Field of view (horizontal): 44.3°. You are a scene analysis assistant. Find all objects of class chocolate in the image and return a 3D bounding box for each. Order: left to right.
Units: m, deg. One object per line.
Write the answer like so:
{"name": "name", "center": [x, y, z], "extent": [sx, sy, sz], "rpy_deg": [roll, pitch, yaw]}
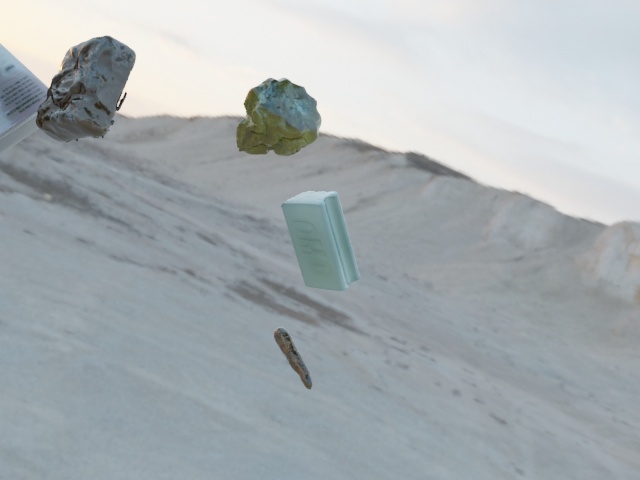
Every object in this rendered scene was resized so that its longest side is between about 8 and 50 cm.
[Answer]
{"name": "chocolate", "center": [-0.449, -0.297, 1.506], "extent": [0.148, 0.214, 0.093], "rpy_deg": [-2, -24, 34]}

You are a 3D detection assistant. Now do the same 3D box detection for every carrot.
{"name": "carrot", "center": [-0.055, 0.242, 1.625], "extent": [0.036, 0.035, 0.165], "rpy_deg": [25, 24, -46]}

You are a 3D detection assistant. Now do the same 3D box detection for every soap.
{"name": "soap", "center": [0.000, 0.000, 1.624], "extent": [0.119, 0.198, 0.066], "rpy_deg": [3, 28, 41]}

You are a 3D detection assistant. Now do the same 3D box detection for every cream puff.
{"name": "cream puff", "center": [-0.076, -0.200, 1.347], "extent": [0.146, 0.116, 0.146], "rpy_deg": [26, 43, -27]}

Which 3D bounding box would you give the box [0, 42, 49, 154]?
{"name": "box", "center": [-0.699, -0.304, 1.595], "extent": [0.252, 0.203, 0.106], "rpy_deg": [42, -42, -5]}
